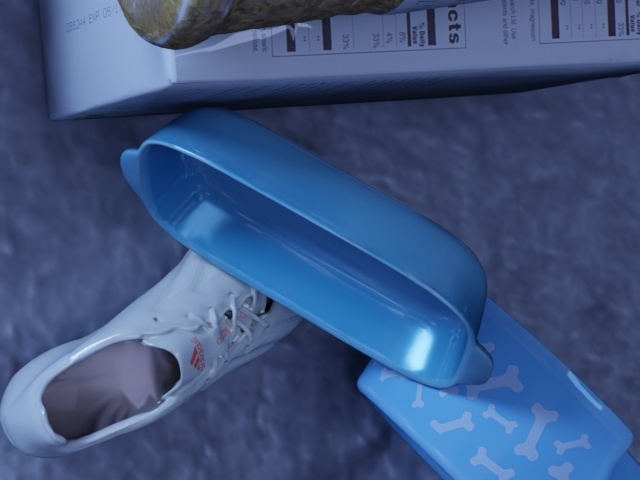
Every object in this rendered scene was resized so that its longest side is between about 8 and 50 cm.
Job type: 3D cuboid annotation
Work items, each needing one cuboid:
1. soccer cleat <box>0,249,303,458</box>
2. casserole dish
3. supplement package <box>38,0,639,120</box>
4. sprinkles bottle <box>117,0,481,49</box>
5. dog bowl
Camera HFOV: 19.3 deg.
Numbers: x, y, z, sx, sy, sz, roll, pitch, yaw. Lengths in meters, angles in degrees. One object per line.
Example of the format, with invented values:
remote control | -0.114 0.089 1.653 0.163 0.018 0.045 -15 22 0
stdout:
soccer cleat | -0.061 0.043 0.893 0.196 0.076 0.068 -34 103 -19
casserole dish | 0.000 0.000 0.827 0.188 0.114 0.037 30 70 9
supplement package | 0.018 -0.164 0.858 0.263 0.199 0.198 -5 92 -22
sprinkles bottle | 0.093 -0.154 0.715 0.355 0.121 0.121 -11 94 -22
dog bowl | 0.132 0.138 0.934 0.074 0.166 0.297 -44 106 -4
